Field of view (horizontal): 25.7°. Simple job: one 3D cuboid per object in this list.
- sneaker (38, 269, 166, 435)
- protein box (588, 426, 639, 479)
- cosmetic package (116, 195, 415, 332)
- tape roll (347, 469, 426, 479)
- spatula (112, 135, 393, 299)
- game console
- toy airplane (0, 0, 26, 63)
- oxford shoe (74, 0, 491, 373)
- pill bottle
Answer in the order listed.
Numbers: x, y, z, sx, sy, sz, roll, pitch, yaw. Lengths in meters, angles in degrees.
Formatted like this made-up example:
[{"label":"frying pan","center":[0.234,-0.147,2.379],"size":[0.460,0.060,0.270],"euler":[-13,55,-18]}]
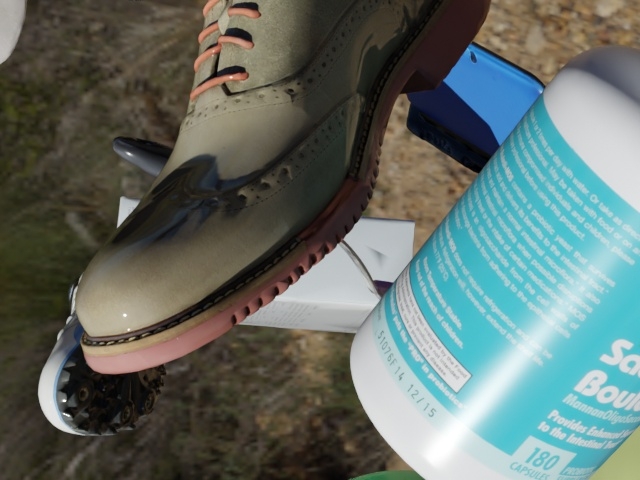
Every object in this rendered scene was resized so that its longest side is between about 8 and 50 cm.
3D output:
[{"label":"sneaker","center":[-0.141,0.061,0.938],"size":[0.086,0.237,0.085],"euler":[0,111,13]},{"label":"protein box","center":[0.281,0.163,1.122],"size":[0.201,0.136,0.200],"euler":[-47,25,36]},{"label":"cosmetic package","center":[-0.067,0.035,1.494],"size":[0.377,0.284,0.097],"euler":[127,150,-81]},{"label":"tape roll","center":[0.085,0.401,1.449],"size":[0.077,0.321,0.321],"euler":[-102,28,-78]},{"label":"spatula","center":[0.000,0.000,0.899],"size":[0.030,0.296,0.084],"euler":[-60,20,5]},{"label":"game console","center":[0.220,-0.144,1.472],"size":[0.293,0.250,0.173],"euler":[40,130,47]},{"label":"toy airplane","center":[-0.165,-0.282,1.122],"size":[0.384,0.272,0.386],"euler":[-23,46,33]},{"label":"oxford shoe","center":[-0.033,-0.080,0.696],"size":[0.123,0.348,0.130],"euler":[-10,124,37]},{"label":"pill bottle","center":[0.140,0.006,0.703],"size":[0.264,0.146,0.146],"euler":[-54,55,26]}]
